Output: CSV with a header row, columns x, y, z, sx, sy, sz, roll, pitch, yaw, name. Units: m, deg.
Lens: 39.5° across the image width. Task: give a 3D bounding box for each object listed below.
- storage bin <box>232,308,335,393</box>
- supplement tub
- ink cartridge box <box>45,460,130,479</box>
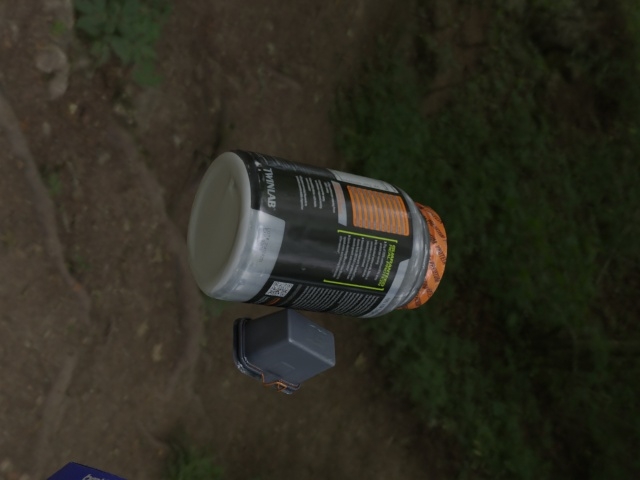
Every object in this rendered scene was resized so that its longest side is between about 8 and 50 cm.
x,y,z,sx,sy,sz,roll,pitch,yaw,name
-0.045,0.155,1.253,0.135,0.091,0.098,34,41,-41,storage bin
0.000,0.000,1.185,0.316,0.193,0.193,11,110,-30,supplement tub
-0.319,0.458,1.065,0.395,0.151,0.270,-32,117,-44,ink cartridge box
